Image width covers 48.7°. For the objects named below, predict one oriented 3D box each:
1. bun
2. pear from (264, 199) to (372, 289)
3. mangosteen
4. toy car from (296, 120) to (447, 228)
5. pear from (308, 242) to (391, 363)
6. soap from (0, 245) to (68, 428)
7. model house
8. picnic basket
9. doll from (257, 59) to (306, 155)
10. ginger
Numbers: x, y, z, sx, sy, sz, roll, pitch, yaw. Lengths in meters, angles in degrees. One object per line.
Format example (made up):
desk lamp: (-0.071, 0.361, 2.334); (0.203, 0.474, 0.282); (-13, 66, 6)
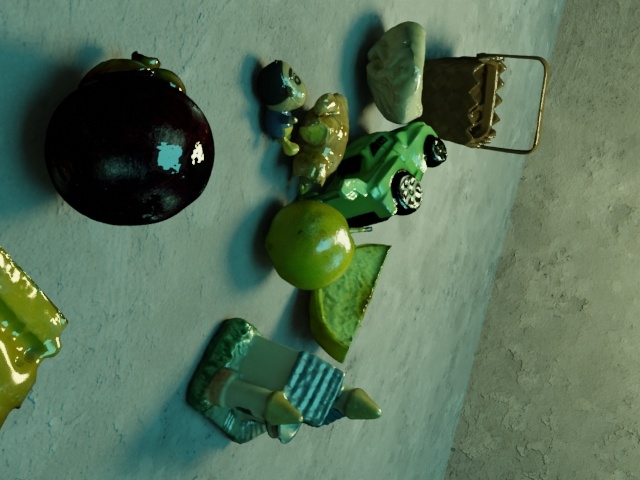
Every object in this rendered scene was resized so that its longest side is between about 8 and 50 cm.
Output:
bun: (0.168, -0.373, 1.586); (0.231, 0.133, 0.231); (4, 90, -84)
pear: (0.000, 0.000, 1.401); (0.166, 0.216, 0.180); (-114, -177, -71)
mangosteen: (-0.242, -0.141, 0.913); (0.211, 0.211, 0.250); (49, 32, -58)
toy car: (0.119, -0.146, 1.557); (0.176, 0.213, 0.359); (50, 52, -22)
pear: (0.052, 0.151, 1.661); (0.239, 0.139, 0.288); (85, 27, -61)
soap: (-0.432, 0.101, 0.728); (0.259, 0.143, 0.281); (-60, 150, -33)
model house: (-0.044, 0.314, 1.352); (0.194, 0.325, 0.267); (-63, 150, -24)
picnic basket: (0.435, -0.371, 1.892); (0.291, 0.321, 0.254); (-25, 122, -58)
doll: (-0.065, -0.248, 1.285); (0.089, 0.102, 0.179); (-20, 132, -10)
ginger: (-0.001, -0.188, 1.393); (0.157, 0.102, 0.216); (-72, 180, -71)
